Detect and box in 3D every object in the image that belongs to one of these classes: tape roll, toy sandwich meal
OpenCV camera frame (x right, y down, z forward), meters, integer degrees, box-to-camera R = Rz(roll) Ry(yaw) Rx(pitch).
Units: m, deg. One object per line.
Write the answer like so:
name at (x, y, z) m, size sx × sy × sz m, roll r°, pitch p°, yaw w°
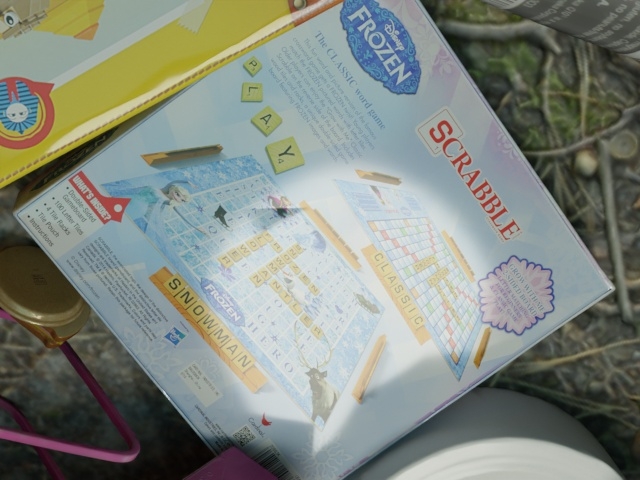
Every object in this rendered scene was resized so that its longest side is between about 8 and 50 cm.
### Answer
tape roll at (0.123, 0.265, 1.119) m, size 0.286 × 0.100 × 0.286 m, roll -3°, pitch 109°, yaw -8°
toy sandwich meal at (-0.206, 0.039, 1.015) m, size 0.085 × 0.086 × 0.029 m, roll 24°, pitch 126°, yaw -15°

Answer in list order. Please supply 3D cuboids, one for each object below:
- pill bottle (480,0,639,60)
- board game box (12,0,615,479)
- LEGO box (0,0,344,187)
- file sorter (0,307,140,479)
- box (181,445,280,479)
pill bottle at (0.245, -0.215, 0.926) m, size 0.361 × 0.204 × 0.204 m, roll 17°, pitch 104°, yaw -14°
board game box at (0.000, 0.000, 1.032) m, size 0.318 × 0.066 × 0.319 m, roll -35°, pitch 109°, yaw 4°
LEGO box at (-0.275, -0.213, 0.857) m, size 0.500 × 0.193 × 0.372 m, roll -29°, pitch 109°, yaw 2°
file sorter at (-0.286, 0.197, 0.968) m, size 0.182 × 0.202 × 0.291 m, roll 22°, pitch 104°, yaw -40°
box at (-0.108, 0.309, 0.999) m, size 0.213 × 0.117 × 0.243 m, roll -28°, pitch 141°, yaw -43°
